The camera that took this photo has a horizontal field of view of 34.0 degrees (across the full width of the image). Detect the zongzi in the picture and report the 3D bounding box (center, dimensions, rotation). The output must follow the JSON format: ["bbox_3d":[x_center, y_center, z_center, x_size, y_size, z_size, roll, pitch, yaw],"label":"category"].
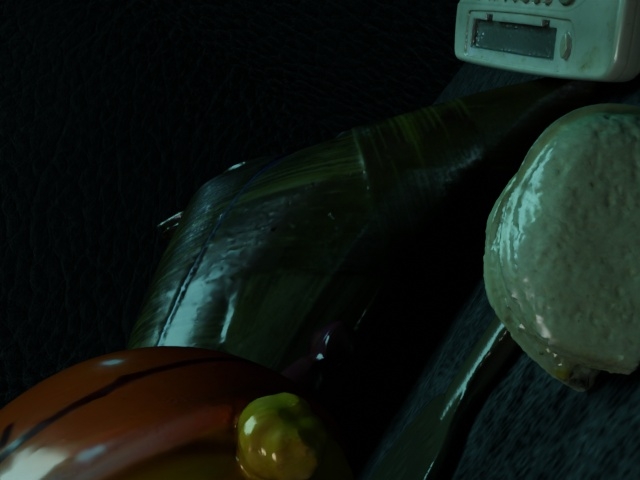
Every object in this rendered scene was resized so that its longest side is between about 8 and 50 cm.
[{"bbox_3d":[0.029,0.052,0.806,0.432,0.208,0.403,-25,30,31],"label":"zongzi"}]

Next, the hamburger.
[{"bbox_3d":[0.115,-0.006,0.441,0.121,0.084,0.054,-54,0,-5],"label":"hamburger"}]

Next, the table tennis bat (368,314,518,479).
[{"bbox_3d":[0.060,0.122,0.608,0.234,0.022,0.131,-57,1,11],"label":"table tennis bat"}]

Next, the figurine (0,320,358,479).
[{"bbox_3d":[-0.109,0.164,0.477,0.323,0.196,0.320,-21,-35,-1],"label":"figurine"}]

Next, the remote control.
[{"bbox_3d":[0.180,-0.174,0.820,0.230,0.049,0.090,-146,58,-63],"label":"remote control"}]
